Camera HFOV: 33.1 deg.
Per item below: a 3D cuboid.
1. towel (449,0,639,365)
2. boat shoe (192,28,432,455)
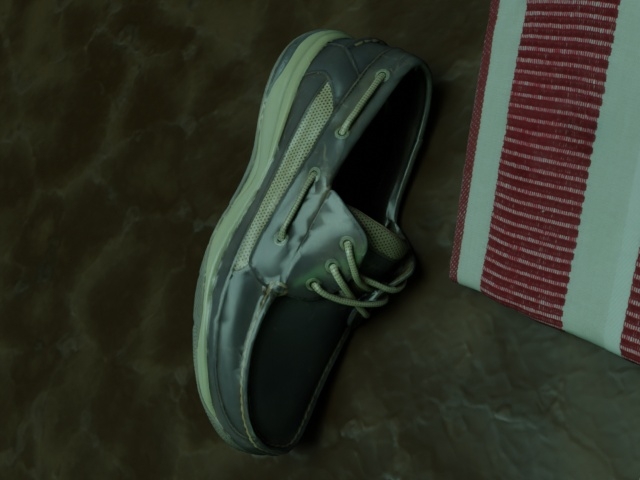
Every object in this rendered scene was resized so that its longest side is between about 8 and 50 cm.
[{"bbox_3d":[0.217,-0.038,0.678,0.329,0.037,0.237,24,110,50],"label":"towel"},{"bbox_3d":[0.000,0.000,0.856,0.130,0.132,0.356,8,84,41],"label":"boat shoe"}]
